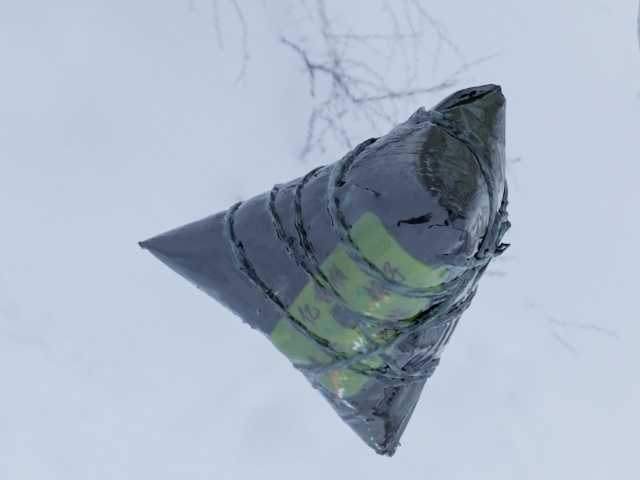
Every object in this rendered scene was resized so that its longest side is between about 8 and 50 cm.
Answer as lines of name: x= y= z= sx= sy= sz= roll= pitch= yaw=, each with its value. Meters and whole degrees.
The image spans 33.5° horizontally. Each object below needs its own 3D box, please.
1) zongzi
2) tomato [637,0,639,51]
zongzi: x=0.000 y=0.000 z=1.114 sx=0.362 sy=0.383 sz=0.319 roll=28 pitch=27 yaw=3
tomato: x=0.341 y=-0.195 z=0.685 sx=0.317 sy=0.282 sz=0.317 roll=-54 pitch=154 yaw=-42
